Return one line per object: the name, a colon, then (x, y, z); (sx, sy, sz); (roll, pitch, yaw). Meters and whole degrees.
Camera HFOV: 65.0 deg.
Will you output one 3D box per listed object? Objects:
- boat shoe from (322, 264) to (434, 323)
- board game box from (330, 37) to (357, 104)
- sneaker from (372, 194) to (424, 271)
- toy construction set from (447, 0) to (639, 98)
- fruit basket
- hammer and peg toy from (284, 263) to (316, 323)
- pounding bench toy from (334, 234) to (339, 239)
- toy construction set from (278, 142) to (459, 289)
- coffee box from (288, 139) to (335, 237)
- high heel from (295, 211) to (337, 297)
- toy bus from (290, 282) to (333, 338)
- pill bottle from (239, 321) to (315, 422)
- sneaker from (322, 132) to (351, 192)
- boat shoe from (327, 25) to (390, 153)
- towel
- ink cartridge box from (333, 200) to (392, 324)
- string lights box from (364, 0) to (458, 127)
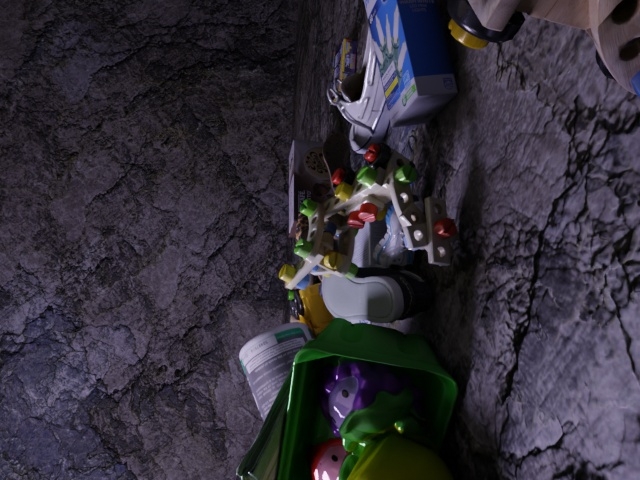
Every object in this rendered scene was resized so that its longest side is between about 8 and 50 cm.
boat shoe: (0.096, 0.102, 0.961); (0.302, 0.091, 0.114); (-168, 76, -65)
board game box: (0.073, -0.528, 1.588); (0.141, 0.048, 0.170); (-173, 87, -77)
sneaker: (0.158, 0.000, 0.935); (0.190, 0.071, 0.083); (100, 155, -45)
toy construction set: (0.193, -0.255, 0.324); (0.257, 0.237, 0.308); (136, 137, -75)
fruit basket: (0.074, 0.348, 0.775); (0.392, 0.283, 0.391); (11, -90, -84)
hammer and peg toy: (-0.062, 0.273, 1.806); (0.266, 0.128, 0.361); (119, 153, -66)
pounding bench toy: (0.035, -0.051, 1.233); (0.065, 0.052, 0.083); (-112, 27, -64)
toy construction set: (0.072, -0.031, 0.838); (0.328, 0.151, 0.215); (-12, 51, 44)
coffee box: (-0.014, -0.160, 1.596); (0.119, 0.168, 0.297); (115, 157, -63)
high heel: (0.000, 0.000, 1.267); (0.186, 0.093, 0.261); (108, 148, -65)
toy bus: (0.015, 0.237, 1.440); (0.220, 0.150, 0.211); (114, 141, -66)
pill bottle: (-0.052, 0.406, 1.261); (0.361, 0.204, 0.204); (62, 155, 27)
sneaker: (0.044, -0.171, 1.200); (0.071, 0.066, 0.188); (73, -168, -55)
boat shoe: (0.088, -0.331, 1.133); (0.367, 0.157, 0.135); (115, 156, -62)
towel: (-0.049, 0.354, 0.936); (0.247, 0.038, 0.324); (-61, -23, -28)
ink cartridge box: (0.096, 0.054, 1.203); (0.324, 0.072, 0.330); (135, 135, -72)
string lights box: (0.153, -0.347, 0.880); (0.133, 0.077, 0.259); (137, 123, -75)
